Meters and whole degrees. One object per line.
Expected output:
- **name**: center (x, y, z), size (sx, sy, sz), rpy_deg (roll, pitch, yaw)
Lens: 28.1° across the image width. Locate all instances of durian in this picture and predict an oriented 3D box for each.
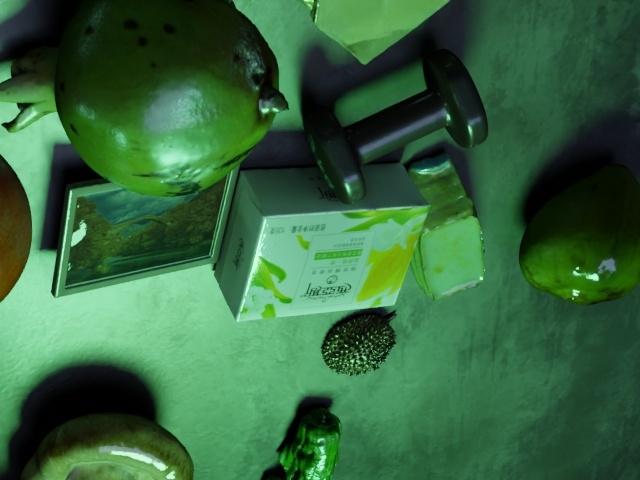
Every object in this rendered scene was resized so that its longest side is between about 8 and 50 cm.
- **durian**: center (0.075, 0.171, 2.031), size (0.140, 0.071, 0.110), rpy_deg (-36, 138, -1)

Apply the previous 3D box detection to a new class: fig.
- **fig**: center (0.417, -0.012, 1.984), size (0.203, 0.203, 0.225), rpy_deg (24, 77, -42)

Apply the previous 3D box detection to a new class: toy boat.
- **toy boat**: center (0.184, -0.003, 1.914), size (0.111, 0.084, 0.276), rpy_deg (-21, 138, -7)

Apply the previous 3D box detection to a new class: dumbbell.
- **dumbbell**: center (0.098, -0.149, 1.686), size (0.225, 0.124, 0.140), rpy_deg (-26, 99, -6)

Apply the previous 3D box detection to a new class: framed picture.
- **framed picture**: center (-0.229, -0.019, 1.688), size (0.250, 0.016, 0.184), rpy_deg (-12, 135, -34)

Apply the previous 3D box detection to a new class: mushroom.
- **mushroom**: center (-0.322, 0.352, 1.921), size (0.278, 0.146, 0.278), rpy_deg (-2, 142, -2)

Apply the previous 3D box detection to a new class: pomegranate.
- **pomegranate**: center (-0.205, -0.171, 1.438), size (0.341, 0.260, 0.260), rpy_deg (-6, 141, 17)

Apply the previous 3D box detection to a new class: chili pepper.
- **chili pepper**: center (-0.028, 0.392, 2.161), size (0.083, 0.099, 0.253), rpy_deg (-13, 138, -45)

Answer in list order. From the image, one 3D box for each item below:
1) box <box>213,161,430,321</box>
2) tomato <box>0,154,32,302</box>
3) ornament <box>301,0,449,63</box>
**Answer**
- **box**: center (0.000, 0.000, 1.796), size (0.260, 0.111, 0.194), rpy_deg (-7, 133, -27)
- **tomato**: center (-0.455, -0.018, 1.436), size (0.256, 0.224, 0.255), rpy_deg (-15, 139, -13)
- **ornament**: center (0.071, -0.293, 1.596), size (0.201, 0.059, 0.180), rpy_deg (-13, 138, -21)
